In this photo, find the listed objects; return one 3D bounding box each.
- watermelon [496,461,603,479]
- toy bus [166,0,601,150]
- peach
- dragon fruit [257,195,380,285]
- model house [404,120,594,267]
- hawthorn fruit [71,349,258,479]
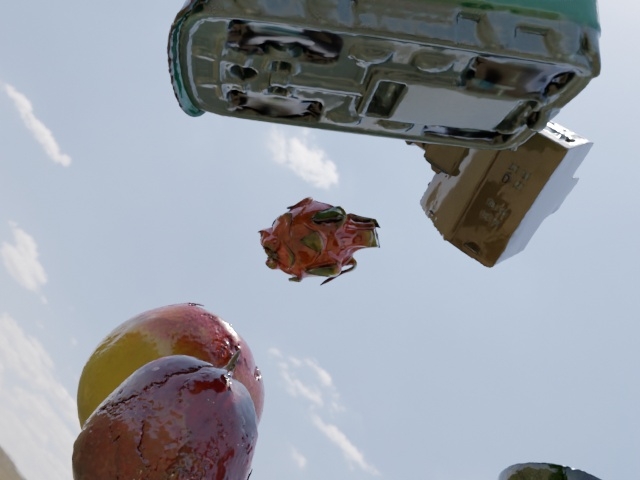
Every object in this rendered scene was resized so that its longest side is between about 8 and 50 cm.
[{"bbox_3d":[0.294,0.345,0.794,0.182,0.075,0.092,-15,-53,44],"label":"watermelon"},{"bbox_3d":[0.052,-0.205,0.536,0.183,0.344,0.199,123,-29,-72],"label":"toy bus"},{"bbox_3d":[-0.186,0.194,0.770,0.231,0.231,0.230,31,-39,29],"label":"peach"},{"bbox_3d":[0.001,-0.002,0.608,0.116,0.081,0.086,-17,-68,12],"label":"dragon fruit"},{"bbox_3d":[0.194,-0.115,0.790,0.248,0.176,0.180,39,-60,25],"label":"model house"},{"bbox_3d":[-0.118,0.163,0.508,0.148,0.172,0.148,25,-21,10],"label":"hawthorn fruit"}]
